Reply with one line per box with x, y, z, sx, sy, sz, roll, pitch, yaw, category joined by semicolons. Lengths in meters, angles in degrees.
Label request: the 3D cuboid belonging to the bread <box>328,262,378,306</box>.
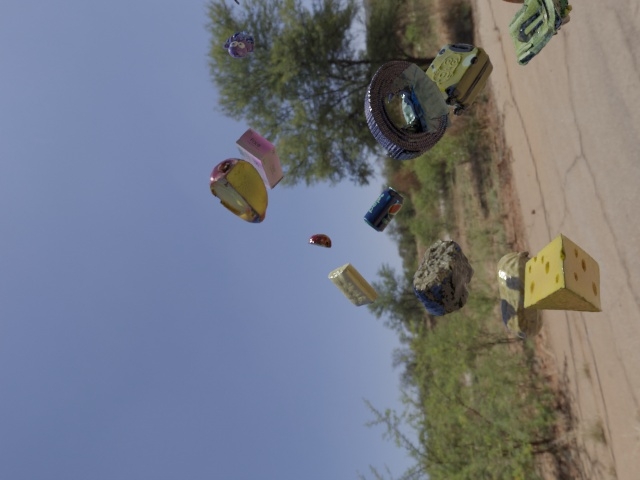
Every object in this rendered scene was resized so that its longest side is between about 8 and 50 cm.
0.126;0.179;1.800;0.178;0.139;0.060;46;-130;-9;bread

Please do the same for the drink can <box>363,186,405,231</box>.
0.301;-0.146;2.174;0.205;0.118;0.118;-54;-13;6;drink can

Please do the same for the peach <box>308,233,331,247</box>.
0.000;0.000;1.735;0.077;0.083;0.050;16;-99;-50;peach

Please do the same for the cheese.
0.406;0.057;0.778;0.171;0.126;0.093;35;-120;-56;cheese

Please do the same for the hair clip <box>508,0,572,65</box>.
0.538;-0.538;1.110;0.321;0.091;0.139;-19;-87;-80;hair clip

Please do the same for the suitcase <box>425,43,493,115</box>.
0.490;-0.582;1.663;0.143;0.194;0.235;30;-85;-43;suitcase

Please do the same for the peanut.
0.675;0.183;1.550;0.159;0.142;0.292;4;-98;-70;peanut

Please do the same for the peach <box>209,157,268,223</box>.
-0.286;-0.186;1.680;0.267;0.158;0.154;48;-122;-40;peach

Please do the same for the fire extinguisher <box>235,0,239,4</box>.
-0.196;-0.794;1.281;0.104;0.269;0.105;27;-136;-29;fire extinguisher

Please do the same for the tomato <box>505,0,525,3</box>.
0.552;-0.766;1.215;0.265;0.264;0.265;-8;-90;-76;tomato

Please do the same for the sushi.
0.479;0.137;1.818;0.171;0.210;0.350;60;-145;-19;sushi

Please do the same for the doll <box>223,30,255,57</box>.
-0.293;-0.724;1.692;0.067;0.109;0.206;96;178;-46;doll

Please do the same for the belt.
0.288;-0.444;1.567;0.122;0.260;0.325;121;126;-84;belt

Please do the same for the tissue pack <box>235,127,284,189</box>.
-0.245;-0.332;1.909;0.092;0.148;0.246;-48;-16;-14;tissue pack
